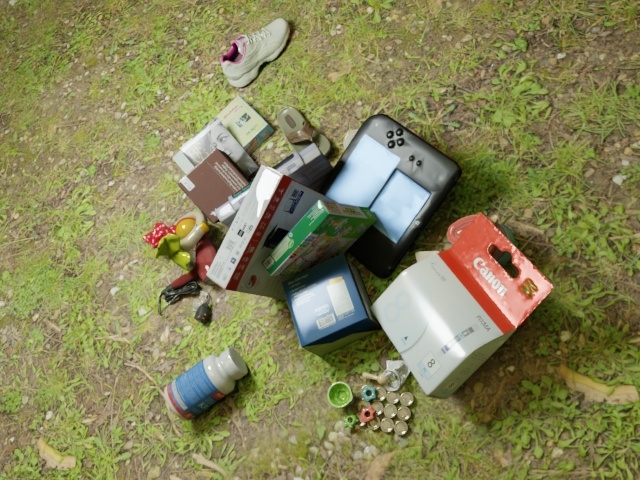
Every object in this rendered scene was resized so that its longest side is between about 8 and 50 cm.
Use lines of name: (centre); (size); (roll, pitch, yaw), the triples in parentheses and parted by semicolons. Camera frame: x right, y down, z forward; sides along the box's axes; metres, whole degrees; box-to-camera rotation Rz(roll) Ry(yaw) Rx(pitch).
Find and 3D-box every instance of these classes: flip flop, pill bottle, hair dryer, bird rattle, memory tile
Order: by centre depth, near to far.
memory tile: (0.166, 0.442, 1.619); (0.148, 0.012, 0.113); (5, 70, 24)
pill bottle: (-0.323, 0.405, 1.776); (0.222, 0.124, 0.124); (-36, 59, 6)
hair dryer: (-0.410, 0.105, 1.968); (0.224, 0.080, 0.293); (11, 71, 28)
bird rattle: (-0.443, -0.009, 1.984); (0.207, 0.143, 0.253); (-41, 26, -2)
flip flop: (-0.065, -0.353, 2.021); (0.112, 0.080, 0.277); (-38, 59, 4)

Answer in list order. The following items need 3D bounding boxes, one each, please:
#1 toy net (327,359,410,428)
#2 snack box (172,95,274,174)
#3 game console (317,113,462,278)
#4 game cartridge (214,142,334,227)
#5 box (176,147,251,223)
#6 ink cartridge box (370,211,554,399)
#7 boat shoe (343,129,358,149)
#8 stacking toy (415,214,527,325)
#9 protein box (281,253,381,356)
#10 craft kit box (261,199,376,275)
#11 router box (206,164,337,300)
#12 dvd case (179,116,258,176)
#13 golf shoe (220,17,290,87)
toy net: (0.137, 0.392, 1.618); (0.232, 0.045, 0.122); (-30, 60, 8)
snack box: (-0.336, -0.329, 2.135); (0.322, 0.060, 0.187); (-43, 61, 1)
game console: (0.170, -0.136, 1.779); (0.342, 0.060, 0.386); (43, 107, 32)
game cartridge: (-0.126, -0.145, 1.869); (0.355, 0.230, 0.068); (-33, 66, 6)
box: (-0.317, -0.169, 1.947); (0.167, 0.203, 0.168); (-41, 95, 1)
ink cartridge box: (0.330, 0.148, 1.531); (0.385, 0.091, 0.308); (-52, 42, 19)
boat shoe: (0.211, -0.236, 1.861); (0.335, 0.096, 0.112); (31, 100, 34)
stacking toy: (0.404, 0.108, 1.640); (0.280, 0.130, 0.308); (-29, 53, 40)
protein box: (0.029, 0.181, 1.718); (0.200, 0.136, 0.201); (-26, 61, 11)
craft kit box: (0.000, 0.000, 1.701); (0.250, 0.247, 0.061); (-47, 67, 25)
router box: (-0.125, -0.011, 1.731); (0.082, 0.301, 0.335); (30, 96, 32)
dvd case: (-0.336, -0.273, 2.058); (0.165, 0.018, 0.221); (-40, 88, 1)
golf shoe: (-0.230, -0.687, 2.203); (0.115, 0.140, 0.306); (37, 84, 32)
